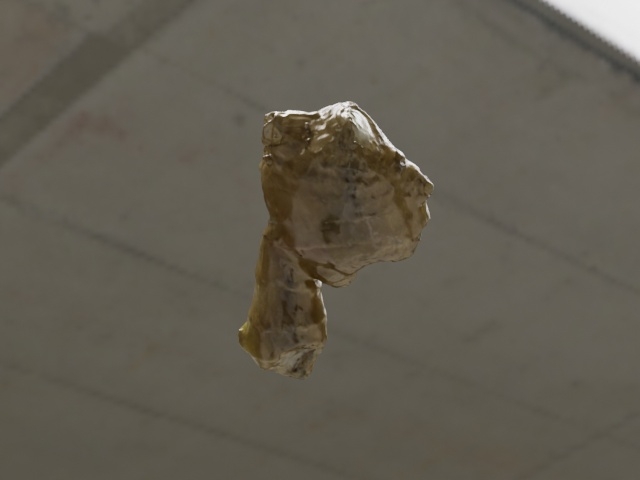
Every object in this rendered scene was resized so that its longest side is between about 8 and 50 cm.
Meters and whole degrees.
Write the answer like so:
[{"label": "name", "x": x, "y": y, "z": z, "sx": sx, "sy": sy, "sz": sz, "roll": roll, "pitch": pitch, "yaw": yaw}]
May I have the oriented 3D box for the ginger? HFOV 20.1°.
[{"label": "ginger", "x": 0.009, "y": 0.000, "z": 0.982, "sx": 0.096, "sy": 0.067, "sz": 0.165, "roll": 7, "pitch": -62, "yaw": -2}]
